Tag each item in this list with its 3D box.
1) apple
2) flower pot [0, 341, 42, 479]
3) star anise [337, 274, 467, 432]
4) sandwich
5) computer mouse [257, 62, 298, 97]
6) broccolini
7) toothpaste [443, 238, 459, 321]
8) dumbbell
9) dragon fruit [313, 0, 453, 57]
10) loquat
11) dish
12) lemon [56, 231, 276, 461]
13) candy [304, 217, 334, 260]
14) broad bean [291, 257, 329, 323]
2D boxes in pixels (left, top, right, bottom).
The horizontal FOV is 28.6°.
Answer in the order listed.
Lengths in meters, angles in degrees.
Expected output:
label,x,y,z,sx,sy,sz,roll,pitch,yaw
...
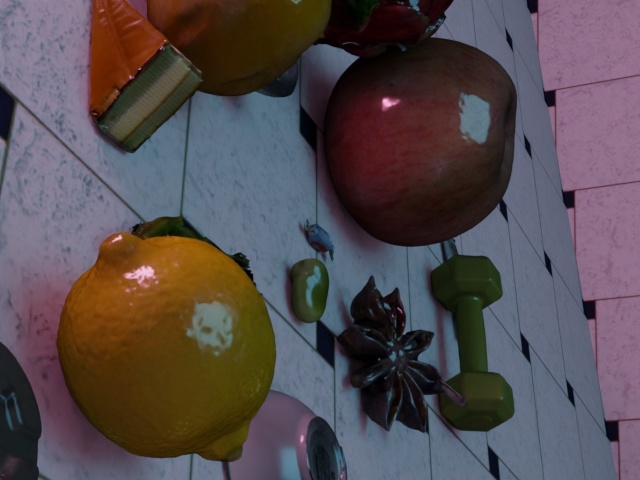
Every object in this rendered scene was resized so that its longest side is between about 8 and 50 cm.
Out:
label,x,y,z,sx,sy,sz,roll,pitch,yaw
apple,0.165,-0.153,1.879,0.345,0.269,0.344,-15,90,-70
flower pot,-0.270,0.128,0.792,0.235,0.141,0.235,46,35,-46
star anise,0.103,0.172,1.748,0.262,0.081,0.230,38,39,-39
sandwich,-0.215,-0.186,1.317,0.163,0.113,0.079,46,2,38
computer mouse,-0.104,-0.274,1.587,0.113,0.068,0.229,-10,73,-56
broccolini,-0.128,0.046,1.302,0.123,0.062,0.271,65,12,20
toothpaste,0.246,0.081,2.231,0.056,0.036,0.205,37,38,-54
dumbbell,0.249,0.166,2.074,0.108,0.121,0.301,22,49,-27
dragon fruit,0.052,-0.408,1.736,0.329,0.329,0.329,49,32,-47
loquat,-0.092,-0.271,1.418,0.213,0.213,0.213,49,32,-47
dish,-0.027,0.261,1.372,0.246,0.078,0.224,-84,151,-43
lemon,-0.132,0.095,1.093,0.187,0.187,0.244,-76,145,-52
candy,0.000,0.001,1.701,0.083,0.020,0.030,45,34,-49
broad bean,-0.014,0.065,1.595,0.063,0.045,0.083,31,54,-58
